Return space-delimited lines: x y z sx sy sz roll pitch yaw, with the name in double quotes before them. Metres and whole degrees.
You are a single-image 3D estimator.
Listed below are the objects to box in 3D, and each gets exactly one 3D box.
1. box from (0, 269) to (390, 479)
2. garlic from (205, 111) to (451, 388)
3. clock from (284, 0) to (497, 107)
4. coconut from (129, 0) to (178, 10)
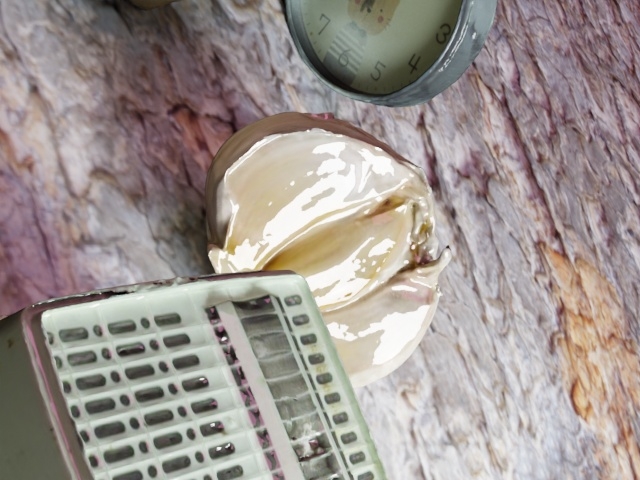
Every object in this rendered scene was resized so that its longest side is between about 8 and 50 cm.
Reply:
"box" -0.104 0.135 0.818 0.290 0.166 0.220 -5 70 -55
"garlic" 0.000 0.000 1.076 0.143 0.178 0.229 -118 -172 -70
"clock" 0.061 -0.236 1.271 0.049 0.226 0.226 -7 71 -49
"coconut" -0.074 -0.362 1.066 0.415 0.415 0.344 47 25 -21
